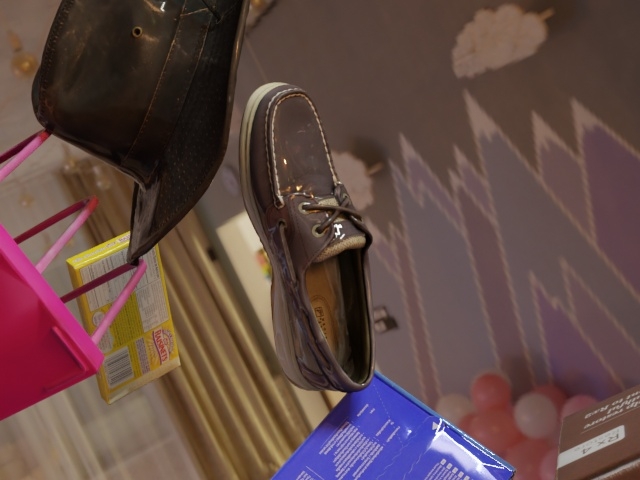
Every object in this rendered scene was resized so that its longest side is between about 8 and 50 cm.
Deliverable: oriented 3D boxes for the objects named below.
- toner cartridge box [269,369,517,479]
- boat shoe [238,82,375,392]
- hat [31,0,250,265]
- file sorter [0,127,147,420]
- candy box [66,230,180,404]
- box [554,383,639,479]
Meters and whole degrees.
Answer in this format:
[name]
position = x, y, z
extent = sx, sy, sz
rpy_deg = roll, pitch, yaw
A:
[toner cartridge box]
position = 0.000, 0.285, 0.831
extent = 0.348, 0.165, 0.075
rpy_deg = -44, -23, -28
[boat shoe]
position = 0.000, 0.000, 0.875
extent = 0.103, 0.285, 0.092
rpy_deg = -14, 11, -39
[hat]
position = -0.158, -0.152, 0.810
extent = 0.134, 0.331, 0.331
rpy_deg = 18, -21, -23
[file sorter]
position = -0.304, -0.018, 0.762
extent = 0.202, 0.291, 0.182
rpy_deg = -26, 20, 20
[candy box]
position = -0.226, 0.089, 1.154
extent = 0.105, 0.206, 0.027
rpy_deg = -29, 41, -32
[box]
position = 0.309, 0.248, 0.565
extent = 0.191, 0.381, 0.143
rpy_deg = -29, 2, 18
